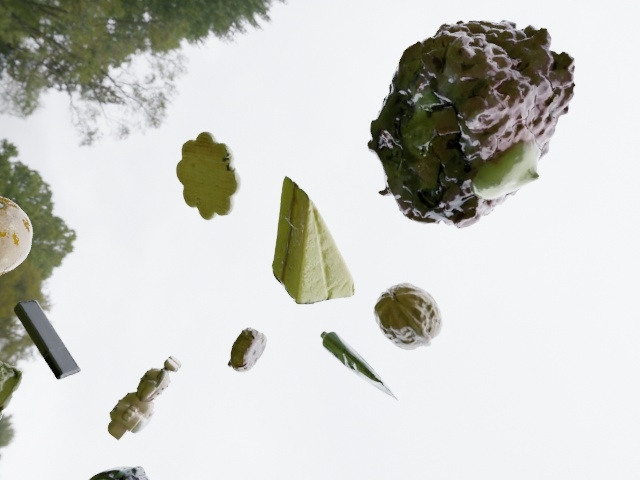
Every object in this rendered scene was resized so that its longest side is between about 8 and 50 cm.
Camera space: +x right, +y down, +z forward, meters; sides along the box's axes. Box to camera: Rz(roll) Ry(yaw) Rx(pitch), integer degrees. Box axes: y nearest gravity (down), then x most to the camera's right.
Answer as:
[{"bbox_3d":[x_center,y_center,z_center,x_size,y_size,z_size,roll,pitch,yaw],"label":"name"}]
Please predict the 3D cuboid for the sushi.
[{"bbox_3d":[0.189,-0.147,0.567,0.236,0.171,0.270,51,-27,26],"label":"sushi"}]

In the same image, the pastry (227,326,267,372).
[{"bbox_3d":[-0.331,0.499,1.957,0.100,0.218,0.228,17,-61,25],"label":"pastry"}]

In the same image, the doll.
[{"bbox_3d":[-0.540,0.483,1.306,0.278,0.119,0.154,-51,-177,2],"label":"doll"}]

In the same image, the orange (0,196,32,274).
[{"bbox_3d":[-0.561,-0.015,0.695,0.124,0.156,0.156,-43,-133,6],"label":"orange"}]

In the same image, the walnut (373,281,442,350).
[{"bbox_3d":[0.273,0.236,1.306,0.198,0.245,0.198,-26,-147,18],"label":"walnut"}]

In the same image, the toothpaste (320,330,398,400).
[{"bbox_3d":[0.061,0.222,0.783,0.041,0.064,0.218,-45,-146,-13],"label":"toothpaste"}]

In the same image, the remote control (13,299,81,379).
[{"bbox_3d":[-0.690,0.246,1.070,0.245,0.063,0.025,44,-68,18],"label":"remote control"}]

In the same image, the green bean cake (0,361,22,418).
[{"bbox_3d":[-0.797,0.336,0.870,0.124,0.236,0.232,-6,-126,39],"label":"green bean cake"}]

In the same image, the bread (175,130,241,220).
[{"bbox_3d":[-0.393,-0.221,1.492,0.316,0.054,0.315,11,-69,31],"label":"bread"}]

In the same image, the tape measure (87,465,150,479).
[{"bbox_3d":[-0.216,0.291,0.450,0.094,0.054,0.091,28,-100,15],"label":"tape measure"}]

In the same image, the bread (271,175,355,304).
[{"bbox_3d":[-0.001,-0.003,0.963,0.167,0.163,0.263,48,-45,52],"label":"bread"}]
